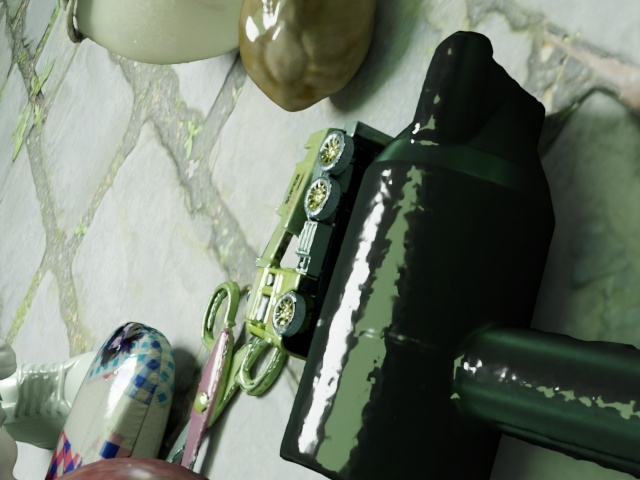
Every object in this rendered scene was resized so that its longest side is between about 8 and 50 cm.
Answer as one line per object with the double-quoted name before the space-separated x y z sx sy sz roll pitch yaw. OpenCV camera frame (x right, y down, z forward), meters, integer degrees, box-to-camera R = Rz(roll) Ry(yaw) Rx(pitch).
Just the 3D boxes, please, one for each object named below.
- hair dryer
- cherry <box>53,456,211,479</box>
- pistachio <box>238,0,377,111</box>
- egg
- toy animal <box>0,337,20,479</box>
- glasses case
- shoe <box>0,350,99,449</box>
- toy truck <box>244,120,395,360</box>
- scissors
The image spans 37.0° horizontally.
"hair dryer" 0.126 0.026 0.458 0.302 0.116 0.245 9 80 48
"cherry" -0.131 0.262 0.608 0.285 0.212 0.236 14 93 51
"pistachio" -0.003 -0.195 0.790 0.108 0.126 0.186 11 75 17
"egg" -0.124 -0.285 0.985 0.264 0.174 0.286 -55 9 23
"toy animal" -0.377 0.230 0.891 0.265 0.205 0.272 -137 54 -62
"glasses case" -0.214 0.235 0.891 0.125 0.076 0.328 20 90 63
"shoe" -0.300 0.174 1.041 0.265 0.110 0.095 -33 45 50
"toy truck" 0.000 0.000 0.684 0.100 0.077 0.169 8 81 57
"scissors" -0.092 0.135 0.809 0.133 0.020 0.187 38 104 55
